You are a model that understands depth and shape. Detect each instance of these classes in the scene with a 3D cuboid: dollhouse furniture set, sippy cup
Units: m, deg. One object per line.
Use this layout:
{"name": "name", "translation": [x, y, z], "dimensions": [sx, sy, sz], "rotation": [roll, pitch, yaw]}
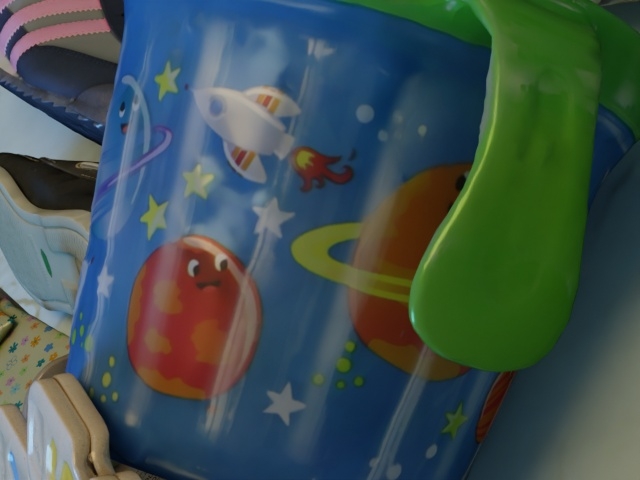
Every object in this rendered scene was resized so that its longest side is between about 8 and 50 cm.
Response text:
{"name": "dollhouse furniture set", "translation": [-0.184, 0.111, 0.968], "dimensions": [0.161, 0.101, 0.182], "rotation": [-52, 37, -13]}
{"name": "sippy cup", "translation": [0.000, 0.000, 0.795], "dimensions": [0.240, 0.305, 0.224], "rotation": [17, 86, 13]}

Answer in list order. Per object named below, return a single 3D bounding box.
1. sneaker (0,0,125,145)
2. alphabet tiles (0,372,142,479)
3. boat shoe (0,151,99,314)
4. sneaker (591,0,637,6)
{"name": "sneaker", "translation": [-0.117, -0.124, 1.085], "dimensions": [0.319, 0.112, 0.131], "rotation": [32, 91, 51]}
{"name": "alphabet tiles", "translation": [-0.093, 0.202, 0.755], "dimensions": [0.278, 0.021, 0.284], "rotation": [47, 138, 51]}
{"name": "boat shoe", "translation": [-0.131, -0.008, 1.062], "dimensions": [0.079, 0.084, 0.233], "rotation": [-25, 22, -24]}
{"name": "sneaker", "translation": [0.080, -0.142, 0.881], "dimensions": [0.114, 0.152, 0.305], "rotation": [-42, 0, -37]}
